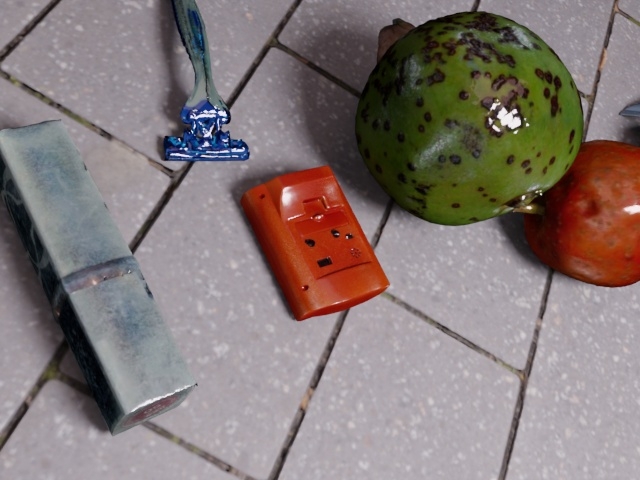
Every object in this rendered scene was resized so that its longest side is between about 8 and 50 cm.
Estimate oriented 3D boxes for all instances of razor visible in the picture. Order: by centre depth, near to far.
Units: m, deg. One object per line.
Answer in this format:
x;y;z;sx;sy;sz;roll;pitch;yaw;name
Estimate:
-0.148;-0.236;0.895;0.093;0.056;0.324;-1;63;-24;razor

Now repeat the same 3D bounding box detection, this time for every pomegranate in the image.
0.154;-0.143;0.874;0.254;0.254;0.270;-16;57;-32;pomegranate

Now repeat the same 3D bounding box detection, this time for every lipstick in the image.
-0.210;0.025;0.700;0.076;0.077;0.289;-19;70;-32;lipstick

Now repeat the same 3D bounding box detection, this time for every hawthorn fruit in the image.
0.318;-0.033;0.932;0.201;0.179;0.179;2;61;-8;hawthorn fruit

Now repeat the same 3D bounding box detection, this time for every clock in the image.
0.000;0.000;0.825;0.113;0.061;0.155;-16;72;-32;clock

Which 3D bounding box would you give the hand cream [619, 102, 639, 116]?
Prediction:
0.585;-0.215;1.219;0.271;0.091;0.058;-16;115;-33;hand cream
